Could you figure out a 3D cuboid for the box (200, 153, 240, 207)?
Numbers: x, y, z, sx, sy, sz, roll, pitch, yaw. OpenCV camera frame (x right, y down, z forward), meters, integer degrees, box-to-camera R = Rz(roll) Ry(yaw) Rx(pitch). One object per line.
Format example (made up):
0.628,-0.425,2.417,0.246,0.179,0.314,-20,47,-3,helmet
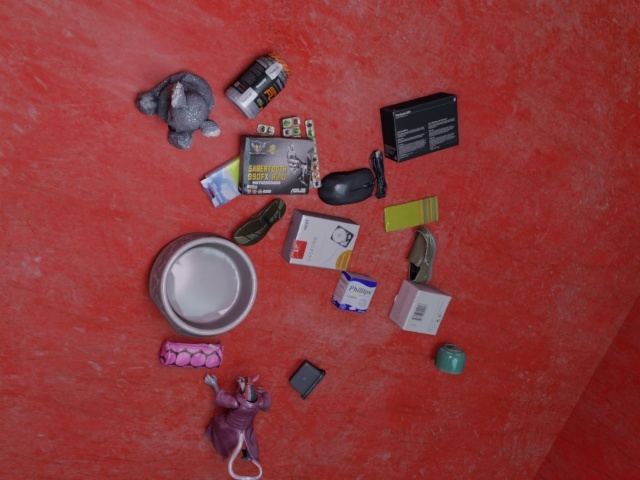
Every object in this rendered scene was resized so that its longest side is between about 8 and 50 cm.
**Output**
-0.285,-0.195,1.647,0.178,0.042,0.109,-33,120,-11,box

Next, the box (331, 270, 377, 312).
0.129,0.198,1.981,0.126,0.072,0.137,14,103,-29,box

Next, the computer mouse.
0.124,-0.198,1.821,0.272,0.072,0.188,-19,117,-18,computer mouse

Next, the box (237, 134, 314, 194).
-0.141,-0.238,1.642,0.231,0.056,0.183,-2,112,-26,box

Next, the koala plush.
-0.372,-0.368,1.434,0.203,0.221,0.196,-44,121,-4,koala plush

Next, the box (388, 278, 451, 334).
0.406,0.274,2.112,0.182,0.119,0.181,13,104,-29,box

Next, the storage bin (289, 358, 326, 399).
-0.057,0.536,2.025,0.091,0.098,0.135,41,90,-4,storage bin

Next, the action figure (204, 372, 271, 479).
-0.299,0.636,1.852,0.248,0.276,0.370,8,120,-21,action figure

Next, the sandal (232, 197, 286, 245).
-0.208,-0.064,1.732,0.219,0.060,0.090,-47,129,-18,sandal

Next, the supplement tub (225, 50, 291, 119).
-0.183,-0.466,1.545,0.190,0.117,0.117,-46,121,-1,supplement tub

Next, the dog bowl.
-0.361,0.143,1.644,0.349,0.102,0.349,1,89,-27,dog bowl

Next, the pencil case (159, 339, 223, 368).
-0.443,0.389,1.778,0.209,0.095,0.098,8,141,-29,pencil case

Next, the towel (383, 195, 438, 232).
0.351,-0.103,1.998,0.237,0.021,0.102,-13,109,-19,towel

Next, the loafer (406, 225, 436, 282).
0.394,0.064,2.038,0.087,0.094,0.251,-15,116,-24,loafer

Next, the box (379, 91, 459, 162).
0.354,-0.404,1.830,0.261,0.103,0.184,-18,120,-17,box

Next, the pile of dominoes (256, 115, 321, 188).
-0.095,-0.276,1.696,0.196,0.040,0.251,-15,110,-19,pile of dominoes

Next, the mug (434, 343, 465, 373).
0.575,0.515,2.295,0.129,0.158,0.097,8,101,-3,mug

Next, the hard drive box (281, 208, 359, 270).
0.000,0.000,1.832,0.232,0.089,0.181,8,105,-27,hard drive box
